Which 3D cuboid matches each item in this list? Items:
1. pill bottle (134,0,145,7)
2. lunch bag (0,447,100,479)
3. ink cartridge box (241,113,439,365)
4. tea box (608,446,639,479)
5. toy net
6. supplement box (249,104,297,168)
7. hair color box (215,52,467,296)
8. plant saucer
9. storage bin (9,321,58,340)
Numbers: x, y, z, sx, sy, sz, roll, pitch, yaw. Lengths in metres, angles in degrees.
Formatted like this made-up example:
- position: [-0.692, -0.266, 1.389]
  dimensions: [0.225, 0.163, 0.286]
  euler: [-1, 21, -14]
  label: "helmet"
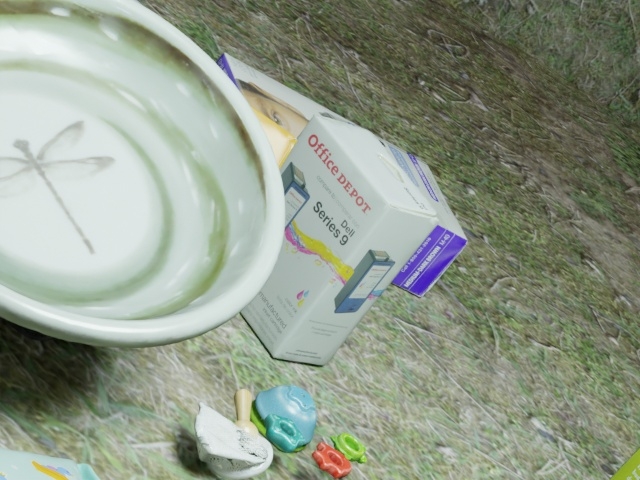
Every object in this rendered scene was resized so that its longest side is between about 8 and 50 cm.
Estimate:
- position: [-0.311, -0.271, 2.065]
  dimensions: [0.272, 0.152, 0.152]
  euler: [47, 21, 21]
  label: "pill bottle"
- position: [-0.192, 0.246, 1.114]
  dimensions: [0.223, 0.160, 0.262]
  euler: [19, 22, -46]
  label: "lunch bag"
- position: [0.000, 0.000, 1.924]
  dimensions: [0.093, 0.212, 0.154]
  euler: [14, 31, -50]
  label: "ink cartridge box"
- position: [0.472, 0.315, 1.901]
  dimensions: [0.329, 0.323, 0.220]
  euler: [21, 26, -43]
  label: "tea box"
- position: [-0.047, 0.188, 1.681]
  dimensions: [0.122, 0.045, 0.232]
  euler: [46, 22, 15]
  label: "toy net"
- position: [-0.158, -0.084, 1.823]
  dimensions: [0.191, 0.129, 0.194]
  euler: [35, -17, -12]
  label: "supplement box"
- position: [0.004, -0.079, 2.275]
  dimensions: [0.339, 0.110, 0.185]
  euler: [25, 25, -31]
  label: "hair color box"
- position: [-0.225, -0.059, 1.558]
  dimensions: [0.400, 0.100, 0.400]
  euler: [20, 44, -20]
  label: "plant saucer"
- position: [-0.225, 0.017, 1.680]
  dimensions: [0.122, 0.084, 0.180]
  euler: [47, 20, 21]
  label: "storage bin"
